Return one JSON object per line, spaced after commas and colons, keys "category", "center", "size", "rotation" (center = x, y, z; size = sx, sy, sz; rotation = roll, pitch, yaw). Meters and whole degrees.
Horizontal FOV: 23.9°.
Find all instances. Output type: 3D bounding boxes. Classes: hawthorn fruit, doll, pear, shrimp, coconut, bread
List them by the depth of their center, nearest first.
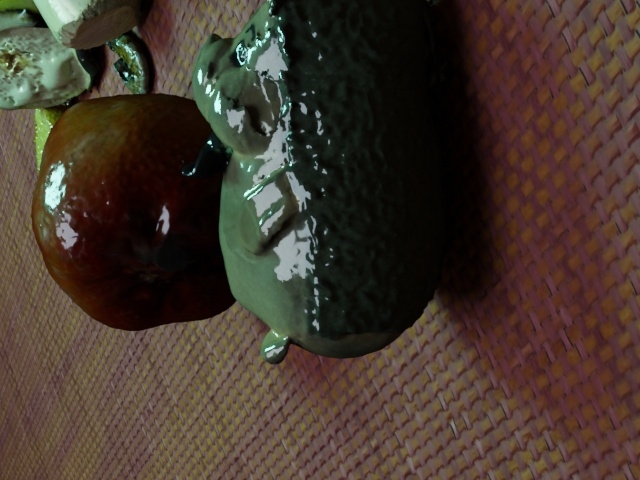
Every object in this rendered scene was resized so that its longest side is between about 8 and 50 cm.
{"category": "doll", "center": [-0.001, -0.071, 1.365], "size": [0.247, 0.247, 0.350], "rotation": [35, 127, 54]}
{"category": "hawthorn fruit", "center": [-0.212, -0.035, 1.792], "size": [0.311, 0.295, 0.295], "rotation": [15, 117, 63]}
{"category": "coconut", "center": [-0.310, -0.339, 1.965], "size": [0.153, 0.147, 0.147], "rotation": [62, 153, 12]}
{"category": "shrimp", "center": [-0.275, -0.254, 2.066], "size": [0.161, 0.034, 0.091], "rotation": [53, 148, 38]}
{"category": "pear", "center": [-0.447, -0.324, 2.235], "size": [0.267, 0.266, 0.178], "rotation": [127, 150, -60]}
{"category": "bread", "center": [-0.413, -0.146, 2.383], "size": [0.103, 0.065, 0.187], "rotation": [50, 144, 40]}
